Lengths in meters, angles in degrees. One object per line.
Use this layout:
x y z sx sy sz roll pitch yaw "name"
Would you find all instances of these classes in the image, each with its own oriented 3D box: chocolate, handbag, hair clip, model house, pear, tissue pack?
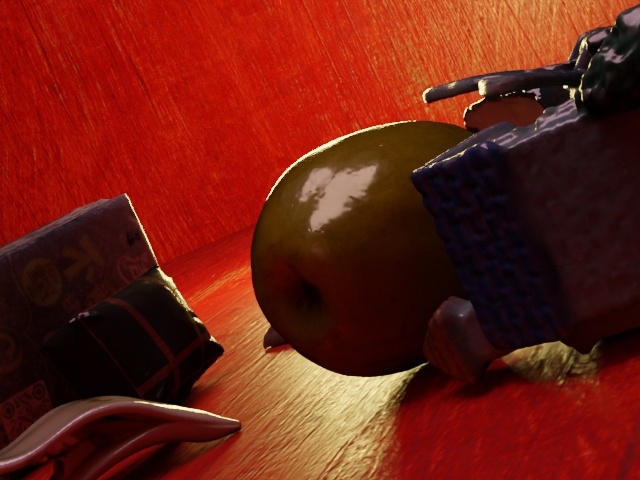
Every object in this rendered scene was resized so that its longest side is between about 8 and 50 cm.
-0.036 0.117 1.829 0.101 0.031 0.064 -22 3 44 "chocolate"
-0.241 0.150 1.747 0.155 0.169 0.215 -41 -2 32 "handbag"
0.335 -0.133 1.416 0.392 0.238 0.318 -25 5 7 "hair clip"
-0.251 0.221 1.445 0.282 0.113 0.172 -28 7 -24 "hair clip"
0.392 -0.173 1.888 0.291 0.184 0.253 -23 1 -17 "model house"
0.070 0.001 1.330 0.253 0.253 0.307 -19 15 47 "pear"
-0.380 0.133 1.884 0.124 0.288 0.394 -8 16 39 "tissue pack"
0.213 -0.029 1.154 0.329 0.251 0.295 -30 4 24 "model house"
